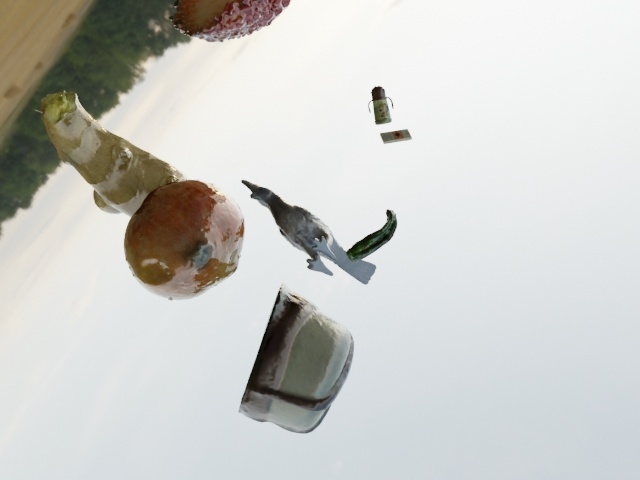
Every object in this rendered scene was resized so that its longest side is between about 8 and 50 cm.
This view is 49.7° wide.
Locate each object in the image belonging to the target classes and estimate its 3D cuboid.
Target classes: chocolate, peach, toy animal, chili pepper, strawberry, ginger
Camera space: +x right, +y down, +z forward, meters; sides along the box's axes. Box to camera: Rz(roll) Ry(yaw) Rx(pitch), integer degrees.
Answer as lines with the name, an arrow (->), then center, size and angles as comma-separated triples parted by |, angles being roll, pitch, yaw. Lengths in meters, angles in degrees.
chocolate -> -0.038, 0.246, 1.368 | 0.283, 0.186, 0.283 | -161, -90, -87
peach -> -0.225, 0.005, 1.175 | 0.232, 0.232, 0.232 | -41, -153, 27
toy animal -> -0.008, 0.001, 1.410 | 0.081, 0.367, 0.206 | -51, -163, 9
chili pepper -> 0.095, -0.005, 1.215 | 0.118, 0.035, 0.055 | -49, -138, 1
strawberry -> -0.168, -0.454, 1.340 | 0.233, 0.137, 0.306 | 16, -120, 36
ginger -> -0.406, -0.148, 1.409 | 0.166, 0.375, 0.236 | -48, -165, -17

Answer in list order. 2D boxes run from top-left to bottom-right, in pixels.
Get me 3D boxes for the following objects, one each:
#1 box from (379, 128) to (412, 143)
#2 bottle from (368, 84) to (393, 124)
box -> 0.215, -0.297, 1.969 | 0.083, 0.012, 0.046 | -9, -136, -7
bottle -> 0.155, -0.354, 1.803 | 0.063, 0.101, 0.047 | -17, -167, -27
